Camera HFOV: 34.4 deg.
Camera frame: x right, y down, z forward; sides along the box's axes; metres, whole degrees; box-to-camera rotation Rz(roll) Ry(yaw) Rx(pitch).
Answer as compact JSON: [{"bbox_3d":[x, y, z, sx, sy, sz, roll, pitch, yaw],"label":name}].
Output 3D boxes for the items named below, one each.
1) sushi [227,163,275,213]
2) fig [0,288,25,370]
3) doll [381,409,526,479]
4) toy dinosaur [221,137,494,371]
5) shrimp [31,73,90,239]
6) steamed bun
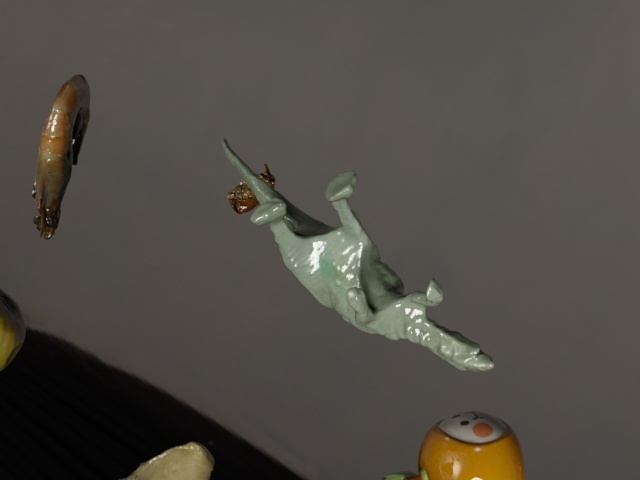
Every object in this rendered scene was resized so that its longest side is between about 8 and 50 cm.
[{"bbox_3d":[-0.123,-0.088,1.845,0.120,0.052,0.055,-36,146,-29],"label":"sushi"},{"bbox_3d":[-0.409,0.098,1.191,0.120,0.136,0.153,-41,137,-15],"label":"fig"},{"bbox_3d":[0.243,0.415,1.846,0.235,0.213,0.213,-14,145,-12],"label":"doll"},{"bbox_3d":[0.000,0.000,1.028,0.092,0.393,0.205,-50,141,-13],"label":"toy dinosaur"},{"bbox_3d":[-0.374,-0.122,1.514,0.143,0.052,0.251,-58,170,-70],"label":"shrimp"},{"bbox_3d":[-0.267,0.408,1.595,0.231,0.110,0.212,-65,-166,-15],"label":"steamed bun"}]
